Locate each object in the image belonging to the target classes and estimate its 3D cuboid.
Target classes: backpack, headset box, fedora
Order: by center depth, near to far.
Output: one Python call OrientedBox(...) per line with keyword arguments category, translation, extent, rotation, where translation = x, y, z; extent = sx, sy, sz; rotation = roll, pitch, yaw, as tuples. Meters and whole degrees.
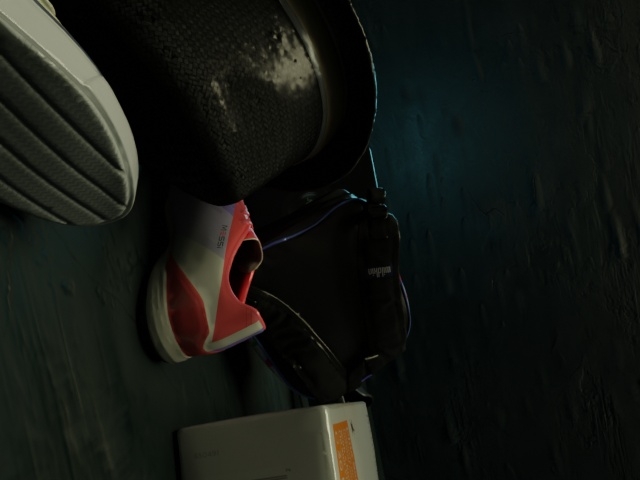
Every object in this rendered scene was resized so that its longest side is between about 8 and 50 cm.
OrientedBox(category="fedora", translation=(-0.117, -0.151, 0.565), extent=(0.152, 0.334, 0.334), rotation=(-50, 138, -37))
OrientedBox(category="backpack", translation=(-0.005, 0.084, 0.889), extent=(0.263, 0.276, 0.213), rotation=(65, -7, -17))
OrientedBox(category="headset box", translation=(0.000, 0.000, 1.138), extent=(0.131, 0.246, 0.283), rotation=(67, 14, -63))

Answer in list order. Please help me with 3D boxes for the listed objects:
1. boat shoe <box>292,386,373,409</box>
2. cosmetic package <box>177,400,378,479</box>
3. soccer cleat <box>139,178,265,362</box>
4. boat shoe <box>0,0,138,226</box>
OrientedBox(category="boat shoe", translation=(0.027, 0.307, 1.254), extent=(0.187, 0.155, 0.500), rotation=(62, 17, -63))
OrientedBox(category="cosmetic package", translation=(-0.018, 0.333, 0.791), extent=(0.453, 0.161, 0.230), rotation=(57, 23, -74))
OrientedBox(category="soccer cleat", translation=(-0.119, -0.011, 0.694), extent=(0.109, 0.116, 0.318), rotation=(72, 10, -46))
OrientedBox(category="boat shoe", translation=(-0.191, -0.125, 0.337), extent=(0.302, 0.109, 0.094), rotation=(66, 12, -50))
